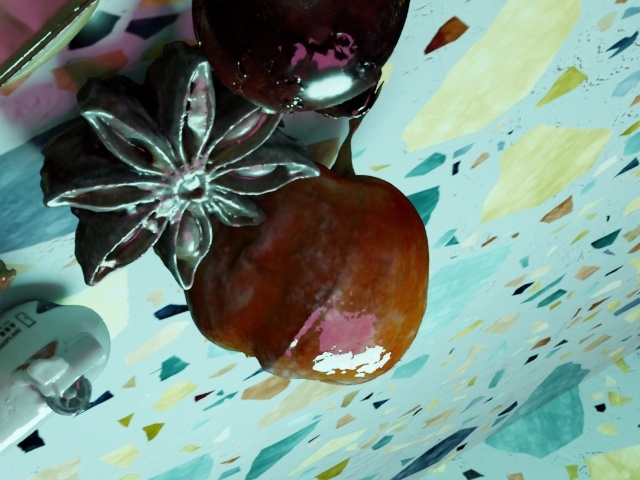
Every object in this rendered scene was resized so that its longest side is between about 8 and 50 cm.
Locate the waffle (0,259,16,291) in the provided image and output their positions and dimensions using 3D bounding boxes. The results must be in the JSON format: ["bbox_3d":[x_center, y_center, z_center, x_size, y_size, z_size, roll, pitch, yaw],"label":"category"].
[{"bbox_3d":[-0.364,0.049,1.063,0.125,0.032,0.191,-38,158,18],"label":"waffle"}]

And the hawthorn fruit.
[{"bbox_3d":[0.000,0.000,1.216,0.242,0.242,0.271,9,107,-56],"label":"hawthorn fruit"}]

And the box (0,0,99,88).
[{"bbox_3d":[-0.200,-0.155,0.790,0.177,0.111,0.111,-39,156,15],"label":"box"}]

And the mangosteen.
[{"bbox_3d":[-0.008,-0.169,0.923,0.166,0.166,0.180,-36,164,8],"label":"mangosteen"}]

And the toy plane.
[{"bbox_3d":[-0.303,0.139,1.180,0.252,0.118,0.252,-29,-171,5],"label":"toy plane"}]

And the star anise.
[{"bbox_3d":[-0.125,-0.069,1.042,0.223,0.109,0.236,-30,141,-13],"label":"star anise"}]
